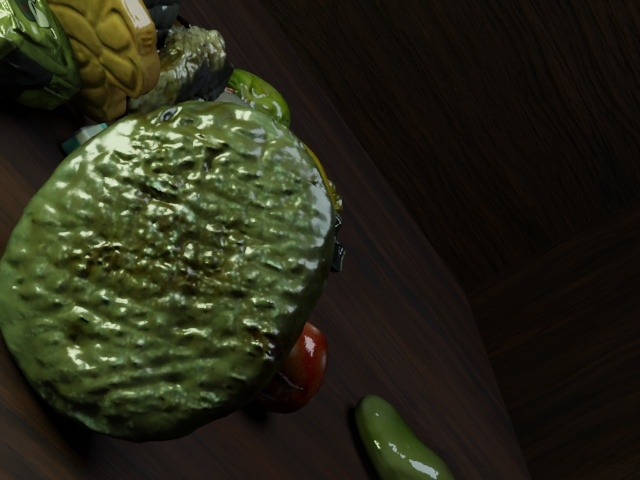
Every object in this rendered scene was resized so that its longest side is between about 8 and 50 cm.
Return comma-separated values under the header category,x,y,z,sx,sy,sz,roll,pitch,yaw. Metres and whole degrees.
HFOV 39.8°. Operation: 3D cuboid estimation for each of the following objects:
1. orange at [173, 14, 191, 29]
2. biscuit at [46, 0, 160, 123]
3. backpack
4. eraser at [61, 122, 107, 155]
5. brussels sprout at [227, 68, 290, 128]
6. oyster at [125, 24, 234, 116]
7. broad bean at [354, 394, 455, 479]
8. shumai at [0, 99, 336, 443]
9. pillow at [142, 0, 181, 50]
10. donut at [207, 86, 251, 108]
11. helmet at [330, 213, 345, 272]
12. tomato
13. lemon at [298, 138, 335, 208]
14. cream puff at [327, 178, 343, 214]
category,x,y,z,sx,sy,sz,roll,pitch,yaw
orange,-0.326,-0.437,1.907,0.160,0.112,0.170,44,-14,-30
biscuit,-0.357,-0.337,1.302,0.057,0.312,0.351,-34,118,-34
backpack,-0.424,-0.273,1.185,0.207,0.140,0.253,64,6,14
eraser,-0.300,-0.072,1.355,0.225,0.052,0.095,56,12,-9
brussels sprout,-0.169,-0.313,2.088,0.223,0.161,0.223,57,6,-10
oyster,-0.249,-0.317,1.663,0.110,0.166,0.341,19,28,16
broad bean,0.153,0.433,1.804,0.263,0.121,0.189,49,14,24
shumai,-0.170,0.041,1.074,0.324,0.397,0.323,34,-9,1
pillow,-0.332,-0.385,1.575,0.101,0.228,0.326,25,17,-6
donut,-0.164,-0.151,1.816,0.382,0.142,0.382,52,16,-22
helmet,-0.015,-0.003,2.112,0.153,0.107,0.177,39,43,-62
tomato,-0.059,0.196,1.427,0.167,0.167,0.167,54,15,-21
lemon,-0.117,-0.055,1.495,0.297,0.297,0.297,54,15,-21
cream puff,0.004,-0.107,2.368,0.146,0.116,0.146,50,16,-20
